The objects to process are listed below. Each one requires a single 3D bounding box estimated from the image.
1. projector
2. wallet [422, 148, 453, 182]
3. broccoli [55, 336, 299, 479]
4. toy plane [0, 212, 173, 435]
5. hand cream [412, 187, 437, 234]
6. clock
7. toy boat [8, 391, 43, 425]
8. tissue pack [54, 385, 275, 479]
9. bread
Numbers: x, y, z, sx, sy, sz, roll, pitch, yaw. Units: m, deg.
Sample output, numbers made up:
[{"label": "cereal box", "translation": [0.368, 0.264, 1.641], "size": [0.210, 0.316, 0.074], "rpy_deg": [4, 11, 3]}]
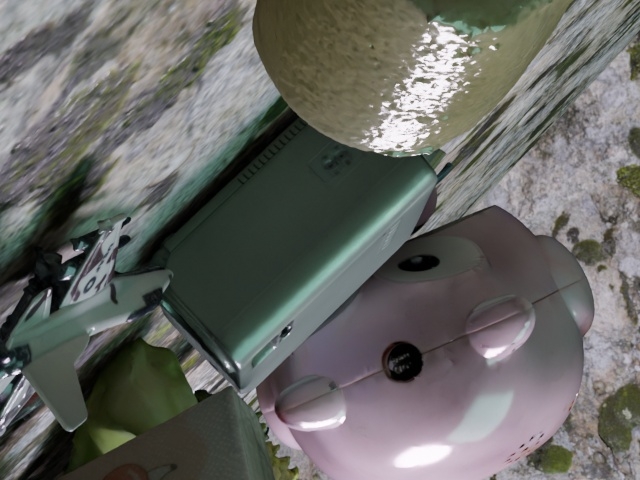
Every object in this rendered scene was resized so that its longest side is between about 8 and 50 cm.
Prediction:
[{"label": "projector", "translation": [-0.027, 0.007, 1.164], "size": [0.198, 0.108, 0.250], "rpy_deg": [-44, 174, -9]}, {"label": "wallet", "translation": [0.000, 0.000, 1.420], "size": [0.250, 0.075, 0.176], "rpy_deg": [-41, 178, -28]}, {"label": "broccoli", "translation": [-0.149, 0.226, 1.429], "size": [0.397, 0.275, 0.353], "rpy_deg": [-67, 173, 25]}, {"label": "toy plane", "translation": [-0.141, 0.039, 0.869], "size": [0.160, 0.082, 0.234], "rpy_deg": [-58, -177, 19]}, {"label": "hand cream", "translation": [0.072, -0.017, 1.749], "size": [0.111, 0.070, 0.312], "rpy_deg": [-39, 175, -9]}, {"label": "clock", "translation": [0.108, 0.126, 1.569], "size": [0.368, 0.250, 0.377], "rpy_deg": [-23, 179, 8]}, {"label": "toy boat", "translation": [-0.195, 0.094, 1.042], "size": [0.096, 0.034, 0.122], "rpy_deg": [-44, -179, -10]}, {"label": "tissue pack", "translation": [-0.179, 0.250, 1.150], "size": [0.325, 0.170, 0.071], "rpy_deg": [-28, 133, 11]}, {"label": "bread", "translation": [0.051, -0.130, 0.724], "size": [0.148, 0.134, 0.141], "rpy_deg": [-56, 179, -28]}]
